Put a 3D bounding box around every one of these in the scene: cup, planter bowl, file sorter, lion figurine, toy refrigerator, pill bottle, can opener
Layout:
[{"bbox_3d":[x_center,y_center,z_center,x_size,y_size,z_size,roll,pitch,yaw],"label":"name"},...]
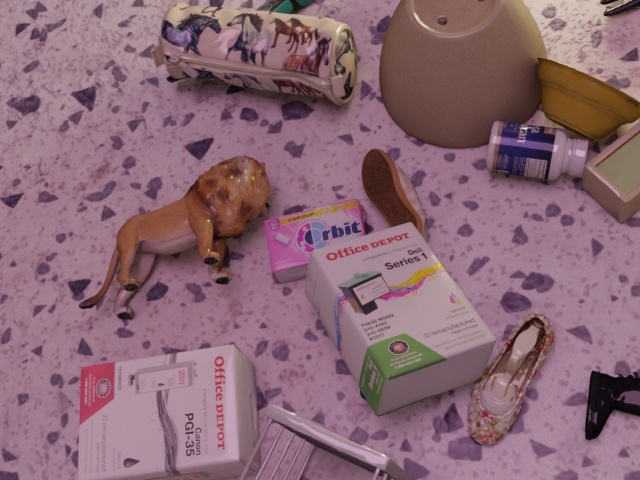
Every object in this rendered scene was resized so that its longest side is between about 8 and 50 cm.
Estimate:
[{"bbox_3d":[0.257,-0.373,1.654,0.331,0.237,0.331,-5,64,10],"label":"cup"},{"bbox_3d":[0.463,-0.238,1.586,0.217,0.217,0.090,31,102,24],"label":"planter bowl"},{"bbox_3d":[0.006,0.384,1.342,0.193,0.278,0.173,21,76,21],"label":"file sorter"},{"bbox_3d":[-0.274,-0.015,1.668,0.392,0.142,0.240,-15,56,10],"label":"lion figurine"},{"bbox_3d":[0.594,-0.161,1.557,0.269,0.094,0.102,-37,63,-6],"label":"toy refrigerator"},{"bbox_3d":[0.389,-0.159,1.601,0.169,0.094,0.094,10,68,13],"label":"pill bottle"},{"bbox_3d":[0.631,-0.484,1.728,0.186,0.073,0.059,-30,101,2],"label":"can opener"}]

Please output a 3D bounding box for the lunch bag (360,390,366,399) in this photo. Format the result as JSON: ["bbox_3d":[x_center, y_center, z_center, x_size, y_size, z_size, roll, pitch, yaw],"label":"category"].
[{"bbox_3d":[0.104,0.230,1.505,0.067,0.065,0.098,13,65,6],"label":"lunch bag"}]

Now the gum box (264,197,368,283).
[{"bbox_3d":[0.000,0.000,1.637,0.188,0.062,0.107,-14,64,7],"label":"gum box"}]

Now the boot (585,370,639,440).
[{"bbox_3d":[0.475,0.265,1.416,0.099,0.045,0.121,9,68,13],"label":"boot"}]

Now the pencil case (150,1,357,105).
[{"bbox_3d":[-0.122,-0.371,1.781,0.410,0.160,0.183,11,52,17],"label":"pencil case"}]

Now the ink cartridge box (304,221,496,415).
[{"bbox_3d":[0.122,0.120,1.467,0.201,0.117,0.278,-16,51,-21],"label":"ink cartridge box"}]

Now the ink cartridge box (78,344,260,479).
[{"bbox_3d":[-0.258,0.304,1.524,0.283,0.117,0.207,-10,64,9],"label":"ink cartridge box"}]

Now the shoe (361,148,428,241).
[{"bbox_3d":[0.139,-0.079,1.651,0.076,0.058,0.219,-42,54,27],"label":"shoe"}]

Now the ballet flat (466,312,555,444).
[{"bbox_3d":[0.307,0.216,1.458,0.091,0.077,0.241,24,73,21],"label":"ballet flat"}]

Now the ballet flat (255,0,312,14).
[{"bbox_3d":[-0.068,-0.516,1.895,0.188,0.070,0.070,-40,63,-10],"label":"ballet flat"}]
